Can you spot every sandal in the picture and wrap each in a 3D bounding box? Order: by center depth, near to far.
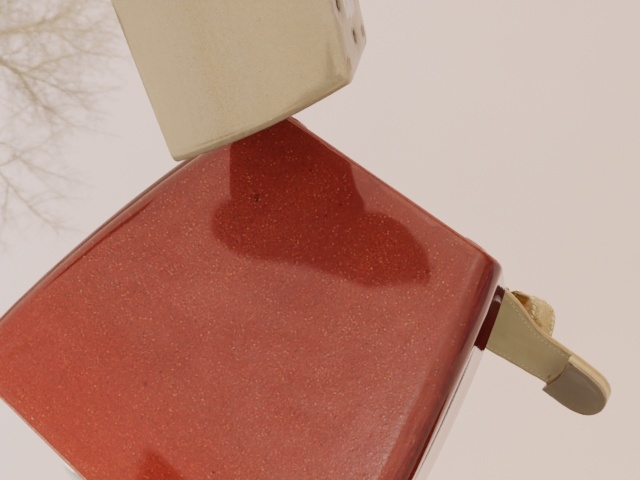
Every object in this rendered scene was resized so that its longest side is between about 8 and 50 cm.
[{"bbox_3d":[0.261,0.109,0.902,0.240,0.079,0.088,42,-47,11],"label":"sandal"}]

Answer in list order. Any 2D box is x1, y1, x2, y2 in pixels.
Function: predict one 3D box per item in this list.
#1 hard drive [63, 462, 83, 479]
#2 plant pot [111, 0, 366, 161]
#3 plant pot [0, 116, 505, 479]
[{"bbox_3d":[-0.200,0.282,1.106,0.047,0.353,0.233,17,-43,34],"label":"hard drive"},{"bbox_3d":[-0.033,-0.117,0.372,0.096,0.109,0.109,-7,-60,16],"label":"plant pot"},{"bbox_3d":[-0.013,0.066,0.513,0.267,0.267,0.236,36,-88,17],"label":"plant pot"}]
